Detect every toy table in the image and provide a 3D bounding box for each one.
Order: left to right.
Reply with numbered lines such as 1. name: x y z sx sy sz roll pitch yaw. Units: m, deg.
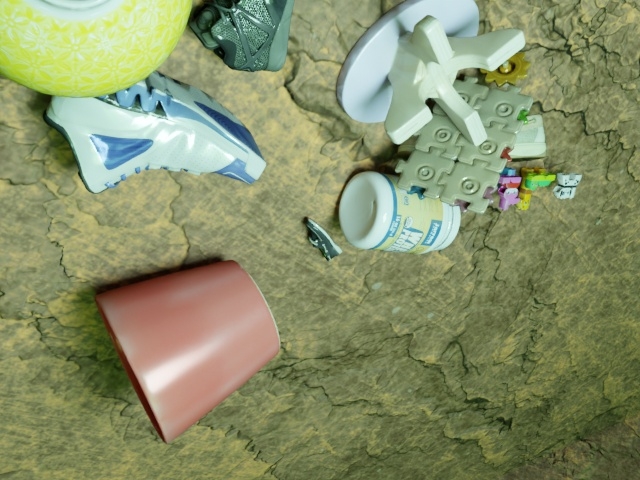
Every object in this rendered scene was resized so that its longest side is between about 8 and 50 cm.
1. toy table: 0.176 -0.270 1.000 0.274 0.161 0.252 -47 134 10

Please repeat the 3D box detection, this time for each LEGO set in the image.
1. LEGO set: 0.443 -0.105 1.337 0.227 0.087 0.093 -5 113 -27

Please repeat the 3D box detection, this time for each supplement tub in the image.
1. supplement tub: 0.151 -0.049 1.177 0.200 0.144 0.144 5 123 -33

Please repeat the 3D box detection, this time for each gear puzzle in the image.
1. gear puzzle: 0.267 -0.203 1.086 0.339 0.175 0.044 -63 155 -16

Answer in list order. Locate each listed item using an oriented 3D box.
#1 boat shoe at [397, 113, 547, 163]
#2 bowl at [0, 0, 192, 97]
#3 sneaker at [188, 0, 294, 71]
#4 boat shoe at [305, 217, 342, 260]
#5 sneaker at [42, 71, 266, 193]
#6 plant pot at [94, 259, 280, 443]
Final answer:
1. boat shoe: 0.288 -0.197 1.176 0.302 0.109 0.098 -4 93 -14
2. bowl: -0.267 -0.298 0.656 0.289 0.156 0.289 -5 104 -20
3. sneaker: -0.105 -0.334 0.838 0.130 0.087 0.227 -14 137 -28
4. boat shoe: 0.000 0.000 1.204 0.038 0.046 0.125 -42 143 0
5. sneaker: -0.254 -0.145 0.896 0.315 0.127 0.182 25 115 -34
6. plant pot: -0.221 0.168 1.079 0.243 0.275 0.275 -26 135 -22
